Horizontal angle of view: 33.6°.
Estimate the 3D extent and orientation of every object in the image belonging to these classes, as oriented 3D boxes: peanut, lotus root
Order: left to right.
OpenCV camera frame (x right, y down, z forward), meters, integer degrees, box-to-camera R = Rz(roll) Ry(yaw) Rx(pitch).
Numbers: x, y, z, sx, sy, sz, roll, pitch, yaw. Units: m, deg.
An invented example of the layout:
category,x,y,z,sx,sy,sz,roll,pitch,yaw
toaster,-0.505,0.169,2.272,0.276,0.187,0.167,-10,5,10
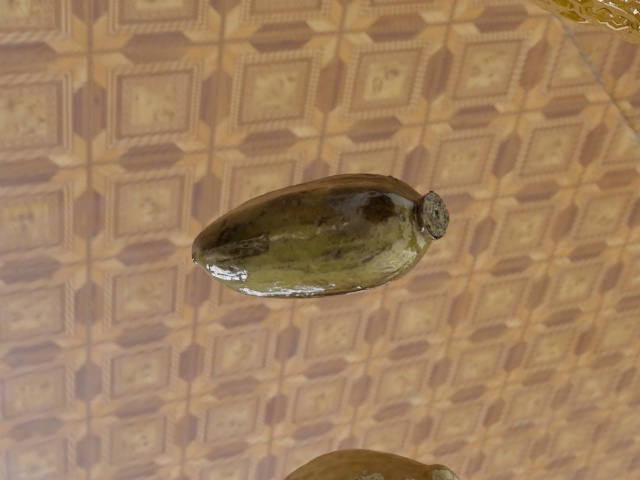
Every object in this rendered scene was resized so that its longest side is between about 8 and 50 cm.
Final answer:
category,x,y,z,sx,sy,sz,roll,pitch,yaw
lotus root,0.000,0.000,0.732,0.179,0.089,0.080,-10,102,12
peanut,0.011,0.266,0.963,0.253,0.122,0.137,-37,110,24

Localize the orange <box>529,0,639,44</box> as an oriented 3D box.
category,x,y,z,sx,sy,sz,roll,pitch,yaw
orange,0.174,-0.246,0.464,0.322,0.357,0.322,8,138,8
